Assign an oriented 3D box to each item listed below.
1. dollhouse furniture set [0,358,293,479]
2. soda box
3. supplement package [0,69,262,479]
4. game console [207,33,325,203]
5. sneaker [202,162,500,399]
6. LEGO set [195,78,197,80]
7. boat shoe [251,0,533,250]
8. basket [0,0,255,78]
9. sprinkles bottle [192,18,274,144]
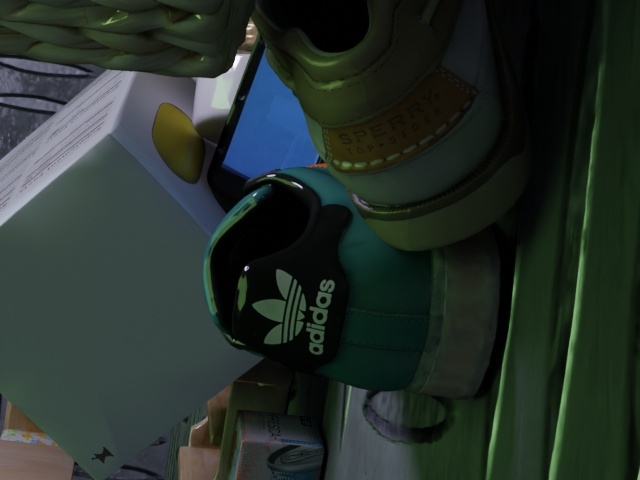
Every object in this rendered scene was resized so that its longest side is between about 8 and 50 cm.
[{"bbox_3d":[-0.245,0.184,1.216,0.362,0.394,0.256,-115,34,-74],"label":"dollhouse furniture set"},{"bbox_3d":[-0.043,0.219,0.970,0.058,0.063,0.183,-113,31,-73],"label":"soda box"},{"bbox_3d":[-0.150,0.003,1.037,0.198,0.199,0.262,-38,18,14],"label":"supplement package"},{"bbox_3d":[-0.014,-0.073,0.888,0.124,0.085,0.144,-111,41,-72],"label":"game console"},{"bbox_3d":[0.000,0.000,0.688,0.302,0.121,0.108,-129,47,-78],"label":"sneaker"},{"bbox_3d":[-0.085,-0.059,1.295,0.244,0.060,0.182,-118,24,-57],"label":"LEGO set"},{"bbox_3d":[0.021,-0.133,0.611,0.103,0.113,0.302,52,-166,-39],"label":"boat shoe"},{"bbox_3d":[-0.153,-0.269,0.481,0.266,0.331,0.328,86,-166,-64],"label":"basket"},{"bbox_3d":[-0.018,-0.246,1.028,0.121,0.121,0.355,136,141,-76],"label":"sprinkles bottle"}]
